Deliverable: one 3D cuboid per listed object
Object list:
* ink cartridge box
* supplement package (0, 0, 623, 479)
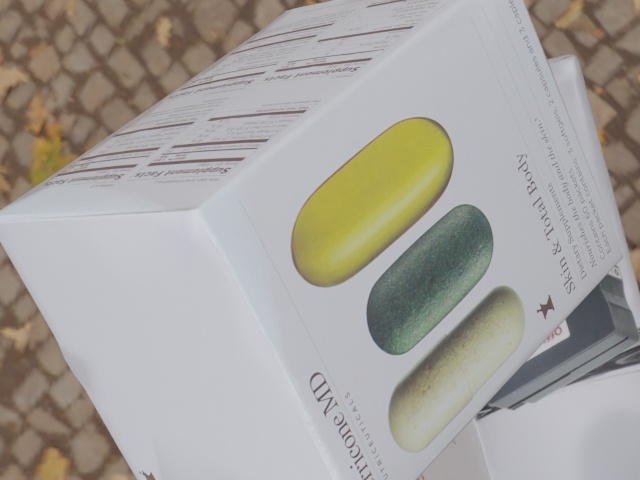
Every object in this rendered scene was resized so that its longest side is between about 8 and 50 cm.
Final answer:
[{"bbox_3d":[0.147,0.063,1.194,0.166,0.285,0.395,-17,96,-9],"label":"ink cartridge box"},{"bbox_3d":[0.000,0.000,0.817,0.198,0.199,0.262,-1,31,48],"label":"supplement package"}]
